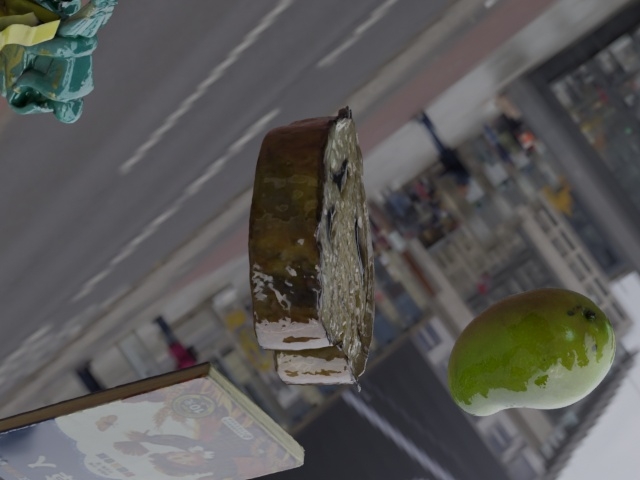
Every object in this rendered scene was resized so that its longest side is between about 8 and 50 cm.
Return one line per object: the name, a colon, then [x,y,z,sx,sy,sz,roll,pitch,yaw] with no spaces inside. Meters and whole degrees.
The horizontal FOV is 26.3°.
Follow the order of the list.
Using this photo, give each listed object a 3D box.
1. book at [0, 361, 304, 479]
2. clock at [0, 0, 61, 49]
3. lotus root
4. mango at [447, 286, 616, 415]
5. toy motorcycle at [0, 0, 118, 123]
book: [-0.278,0.307,2.031,0.428,0.039,0.300,-17,141,21]
clock: [-0.425,-0.239,1.294,0.277,0.293,0.071,-25,151,-50]
lotus root: [0.000,0.000,1.772,0.390,0.111,0.375,72,24,-51]
mango: [0.295,0.165,1.972,0.143,0.175,0.293,-6,164,-43]
toy motorcycle: [-0.355,-0.251,1.745,0.109,0.198,0.296,-24,165,-43]
